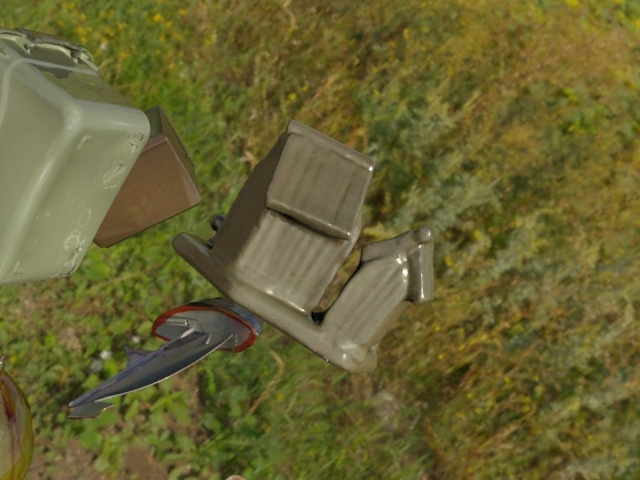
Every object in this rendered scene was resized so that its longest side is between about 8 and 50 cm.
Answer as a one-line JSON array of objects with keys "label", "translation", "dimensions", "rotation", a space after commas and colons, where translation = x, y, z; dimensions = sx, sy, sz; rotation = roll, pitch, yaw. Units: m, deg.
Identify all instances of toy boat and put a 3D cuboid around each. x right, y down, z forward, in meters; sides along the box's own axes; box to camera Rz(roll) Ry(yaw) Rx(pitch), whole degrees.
[{"label": "toy boat", "translation": [-0.195, 0.151, 1.318], "dimensions": [0.318, 0.219, 0.071], "rotation": [-45, 121, -66]}]

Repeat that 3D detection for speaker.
[{"label": "speaker", "translation": [-0.371, -0.123, 1.851], "dimensions": [0.192, 0.231, 0.153], "rotation": [62, 3, -35]}]

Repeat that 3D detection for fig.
[{"label": "fig", "translation": [-0.303, 0.162, 0.855], "dimensions": [0.109, 0.154, 0.103], "rotation": [31, 23, 11]}]

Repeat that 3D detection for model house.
[{"label": "model house", "translation": [-0.003, 0.006, 0.861], "dimensions": [0.229, 0.188, 0.122], "rotation": [33, 17, -4]}]

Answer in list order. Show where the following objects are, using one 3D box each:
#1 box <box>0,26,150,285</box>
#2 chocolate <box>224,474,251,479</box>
[{"label": "box", "translation": [-0.197, -0.047, 0.651], "dimensions": [0.093, 0.172, 0.124], "rotation": [35, 15, 15]}, {"label": "chocolate", "translation": [-0.137, 0.418, 1.486], "dimensions": [0.065, 0.031, 0.100], "rotation": [24, 60, 10]}]
